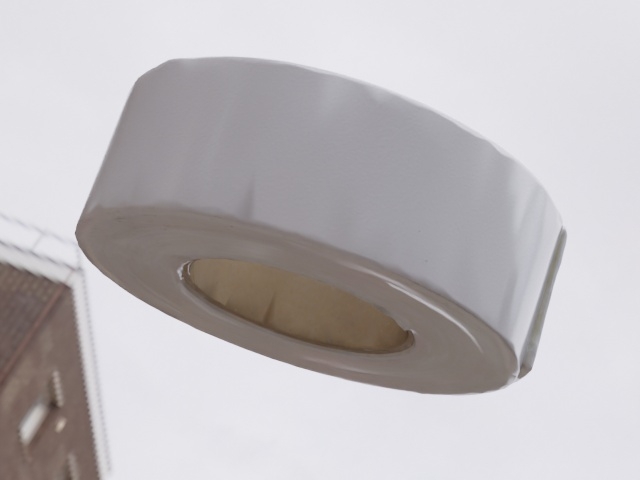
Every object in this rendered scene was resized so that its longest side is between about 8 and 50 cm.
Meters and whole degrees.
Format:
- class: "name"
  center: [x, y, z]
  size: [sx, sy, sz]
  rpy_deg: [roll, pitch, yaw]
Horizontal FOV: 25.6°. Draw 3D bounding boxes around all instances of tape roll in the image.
- class: "tape roll"
  center: [0.000, 0.000, 0.865]
  size: [0.286, 0.100, 0.286]
  rpy_deg: [16, -19, 6]
